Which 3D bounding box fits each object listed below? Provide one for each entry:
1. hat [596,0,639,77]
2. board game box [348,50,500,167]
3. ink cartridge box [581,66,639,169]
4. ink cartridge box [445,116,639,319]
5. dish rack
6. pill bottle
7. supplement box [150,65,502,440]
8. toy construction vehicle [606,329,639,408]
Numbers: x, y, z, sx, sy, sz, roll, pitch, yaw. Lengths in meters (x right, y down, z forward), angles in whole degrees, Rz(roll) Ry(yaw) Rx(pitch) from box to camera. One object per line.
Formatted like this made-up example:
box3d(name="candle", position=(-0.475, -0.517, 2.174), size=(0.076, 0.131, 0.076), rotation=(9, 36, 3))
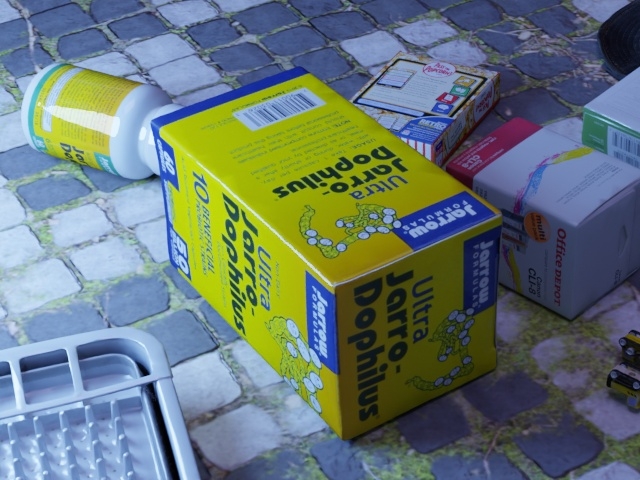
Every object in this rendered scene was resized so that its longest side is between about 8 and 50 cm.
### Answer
box3d(name="hat", position=(0.523, -0.323, 1.873), size=(0.331, 0.134, 0.331), rotation=(-9, 33, 6))
box3d(name="board game box", position=(0.120, -0.164, 1.792), size=(0.146, 0.045, 0.193), rotation=(17, 41, 26))
box3d(name="ink cartridge box", position=(0.426, -0.166, 1.739), size=(0.209, 0.062, 0.109), rotation=(-35, 47, -29))
box3d(name="ink cartridge box", position=(0.239, -0.026, 1.522), size=(0.176, 0.128, 0.127), rotation=(28, 47, 37))
box3d(name="dish rack", position=(-0.254, 0.224, 1.279), size=(0.285, 0.072, 0.333), rotation=(-11, 37, -11))
box3d(name="pill bottle", position=(-0.248, -0.140, 1.734), size=(0.208, 0.118, 0.117), rotation=(16, 41, 25))
box3d(name="supplement box", position=(0.000, 0.000, 1.454), size=(0.195, 0.194, 0.356), rotation=(-23, 40, -25))
box3d(name="toy construction vehicle", position=(0.321, 0.133, 1.385), size=(0.098, 0.035, 0.086), rotation=(25, 34, 30))
